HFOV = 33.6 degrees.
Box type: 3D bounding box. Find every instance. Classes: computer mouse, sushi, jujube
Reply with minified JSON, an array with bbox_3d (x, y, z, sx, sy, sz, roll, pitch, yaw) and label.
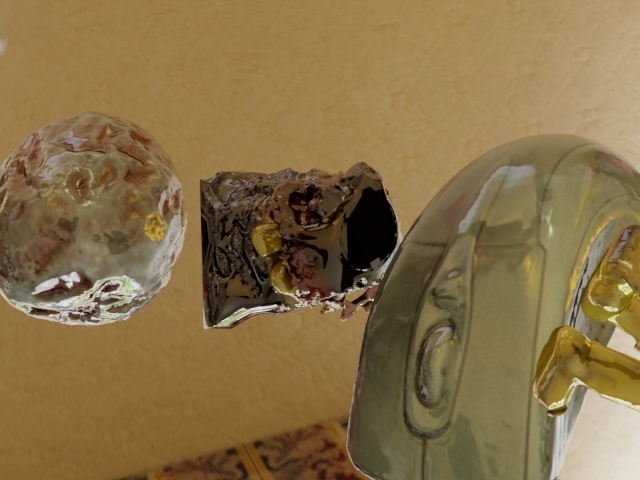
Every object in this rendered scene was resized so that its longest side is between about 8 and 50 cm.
[{"bbox_3d":[0.133,0.044,0.824,0.122,0.188,0.371,47,55,-36],"label":"computer mouse"},{"bbox_3d":[0.000,0.000,0.986,0.172,0.150,0.153,3,80,-33],"label":"sushi"},{"bbox_3d":[-0.285,-0.030,1.288,0.247,0.308,0.215,-14,119,-13],"label":"jujube"}]

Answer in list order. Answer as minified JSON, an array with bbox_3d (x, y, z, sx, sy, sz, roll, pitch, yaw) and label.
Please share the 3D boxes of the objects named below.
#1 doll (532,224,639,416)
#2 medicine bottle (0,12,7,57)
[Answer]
[{"bbox_3d":[0.270,0.108,0.429,0.365,0.160,0.094,32,60,13],"label":"doll"},{"bbox_3d":[-0.364,-0.123,0.778,0.250,0.131,0.131,-32,113,7],"label":"medicine bottle"}]
